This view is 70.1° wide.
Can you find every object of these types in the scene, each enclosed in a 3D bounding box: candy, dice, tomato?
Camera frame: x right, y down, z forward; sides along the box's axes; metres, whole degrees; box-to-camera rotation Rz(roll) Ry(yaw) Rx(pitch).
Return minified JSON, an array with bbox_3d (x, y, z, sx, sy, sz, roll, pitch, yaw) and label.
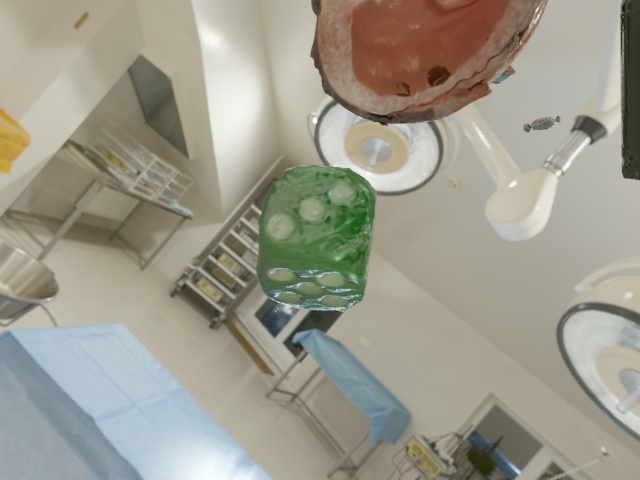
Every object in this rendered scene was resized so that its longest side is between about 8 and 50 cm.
[{"bbox_3d":[0.529,-0.276,1.089,0.083,0.020,0.030,-7,-49,38],"label":"candy"},{"bbox_3d":[0.000,0.000,0.516,0.120,0.128,0.131,5,-33,8],"label":"dice"},{"bbox_3d":[0.093,-0.206,0.369,0.199,0.228,0.112,1,6,37],"label":"tomato"}]

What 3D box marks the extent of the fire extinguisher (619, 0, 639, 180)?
[{"bbox_3d":[0.442,-0.236,0.597,0.095,0.114,0.311,-95,176,-74],"label":"fire extinguisher"}]

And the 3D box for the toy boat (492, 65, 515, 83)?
[{"bbox_3d":[0.321,-0.478,1.145,0.392,0.079,0.136,7,44,-25],"label":"toy boat"}]
